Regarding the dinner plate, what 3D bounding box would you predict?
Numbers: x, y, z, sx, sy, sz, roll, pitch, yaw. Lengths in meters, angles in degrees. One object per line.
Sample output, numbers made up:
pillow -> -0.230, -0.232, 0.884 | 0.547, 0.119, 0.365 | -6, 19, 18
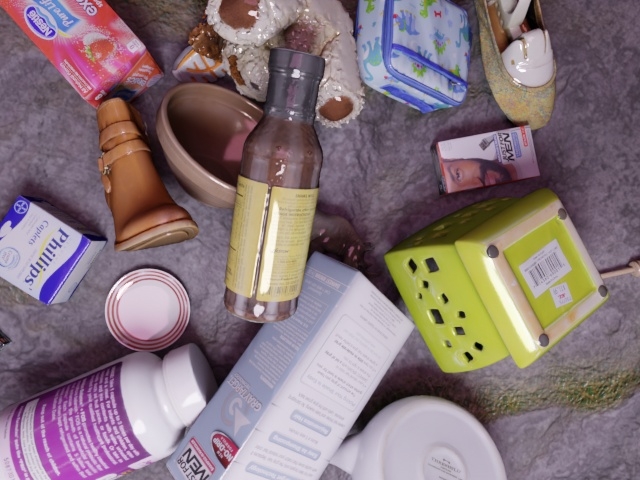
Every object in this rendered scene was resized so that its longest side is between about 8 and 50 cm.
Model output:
dinner plate -> -0.293, 0.118, 0.832 | 0.141, 0.017, 0.141 | 0, 89, -3

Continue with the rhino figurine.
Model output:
rhino figurine -> 0.000, 0.000, 0.827 | 0.243, 0.073, 0.106 | 28, 90, -4

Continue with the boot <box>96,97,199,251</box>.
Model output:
boot -> -0.265, -0.100, 0.718 | 0.109, 0.283, 0.220 | -10, 96, -24

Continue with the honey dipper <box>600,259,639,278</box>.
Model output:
honey dipper -> 0.525, 0.063, 0.882 | 0.161, 0.030, 0.030 | -14, 89, -1

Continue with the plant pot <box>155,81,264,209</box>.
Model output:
plant pot -> -0.157, -0.129, 0.777 | 0.237, 0.237, 0.110 | 43, 126, -1

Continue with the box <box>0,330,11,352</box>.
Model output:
box -> -0.600, 0.156, 0.806 | 0.137, 0.027, 0.094 | 44, 87, -2

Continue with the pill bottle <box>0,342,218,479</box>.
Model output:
pill bottle -> -0.316, 0.274, 0.750 | 0.302, 0.169, 0.169 | -23, 90, -3

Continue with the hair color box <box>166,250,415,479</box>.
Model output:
hair color box -> -0.032, 0.226, 0.735 | 0.374, 0.114, 0.185 | -55, 131, -11

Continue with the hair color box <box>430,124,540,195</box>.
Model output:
hair color box -> 0.289, -0.140, 0.859 | 0.167, 0.053, 0.093 | -12, 90, -3

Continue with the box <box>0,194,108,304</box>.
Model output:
box -> -0.451, 0.015, 0.798 | 0.137, 0.072, 0.126 | 32, 87, -3

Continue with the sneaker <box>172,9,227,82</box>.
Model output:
sneaker -> -0.172, -0.353, 0.830 | 0.215, 0.084, 0.083 | -44, 75, -6

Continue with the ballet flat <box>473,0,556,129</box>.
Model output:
ballet flat -> 0.337, -0.366, 0.839 | 0.123, 0.123, 0.348 | -15, 89, -4

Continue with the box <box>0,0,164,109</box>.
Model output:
box -> -0.394, -0.343, 0.786 | 0.128, 0.122, 0.257 | -41, 91, -3

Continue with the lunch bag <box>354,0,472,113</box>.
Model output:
lunch bag -> 0.156, -0.311, 0.791 | 0.219, 0.090, 0.176 | 10, 85, -41

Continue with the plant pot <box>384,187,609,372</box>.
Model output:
plant pot -> 0.273, 0.057, 0.745 | 0.228, 0.207, 0.227 | -27, 90, -23

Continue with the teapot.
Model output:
teapot -> 0.157, 0.381, 0.776 | 0.253, 0.187, 0.256 | -17, 66, -28

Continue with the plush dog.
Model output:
plush dog -> -0.064, -0.297, 0.751 | 0.262, 0.225, 0.210 | 36, 58, -31

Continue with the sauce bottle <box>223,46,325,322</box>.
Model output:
sauce bottle -> -0.054, -0.066, 0.641 | 0.112, 0.111, 0.344 | 11, 105, -3
